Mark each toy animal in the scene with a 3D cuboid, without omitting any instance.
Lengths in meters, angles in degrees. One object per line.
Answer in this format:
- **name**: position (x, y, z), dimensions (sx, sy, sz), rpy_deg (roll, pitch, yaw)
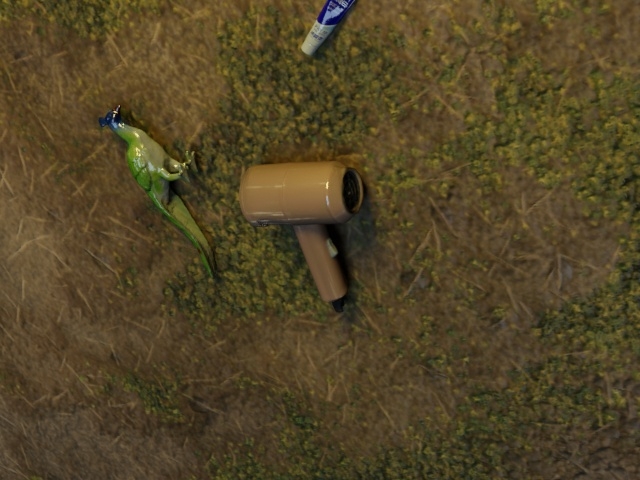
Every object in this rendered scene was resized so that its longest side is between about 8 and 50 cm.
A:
- **toy animal**: position (-0.150, -0.053, 1.510), dimensions (0.075, 0.041, 0.217), rpy_deg (-19, 114, 40)

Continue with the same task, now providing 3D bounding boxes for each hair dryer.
- **hair dryer**: position (0.000, 0.000, 1.450), dimensions (0.117, 0.064, 0.182), rpy_deg (-1, 129, 29)

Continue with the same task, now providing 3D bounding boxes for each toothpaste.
- **toothpaste**: position (0.007, -0.206, 1.326), dimensions (0.024, 0.015, 0.083), rpy_deg (35, 128, -5)
